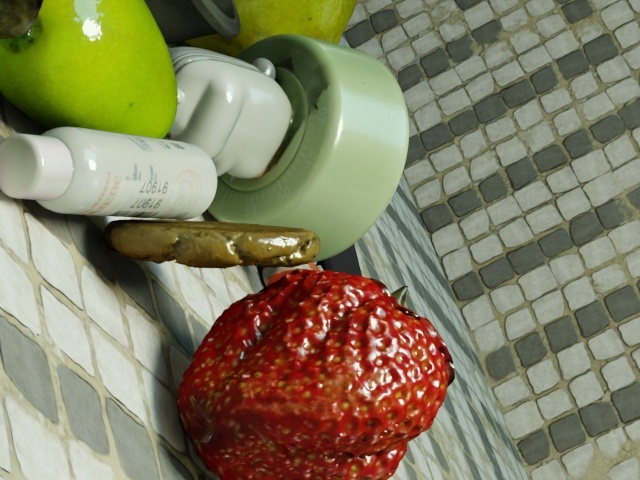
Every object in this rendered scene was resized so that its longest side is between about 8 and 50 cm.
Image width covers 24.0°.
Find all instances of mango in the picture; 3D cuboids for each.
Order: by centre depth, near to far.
[{"bbox_3d":[-0.231,-0.183,1.474,0.343,0.156,0.192,47,24,-69],"label":"mango"}]

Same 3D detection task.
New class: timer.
[{"bbox_3d":[-0.095,-0.143,1.856,0.315,0.291,0.291,19,41,-46],"label":"timer"}]

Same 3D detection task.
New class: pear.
[{"bbox_3d":[-0.104,-0.439,2.214,0.413,0.352,0.352,68,12,18],"label":"pear"}]

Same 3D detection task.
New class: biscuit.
[{"bbox_3d":[-0.107,0.003,1.502,0.226,0.226,0.042,-9,103,-79],"label":"biscuit"}]

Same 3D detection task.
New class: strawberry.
[{"bbox_3d":[-0.020,0.146,1.478,0.288,0.250,0.238,-15,50,-43],"label":"strawberry"}]

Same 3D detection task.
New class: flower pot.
[{"bbox_3d":[-0.228,-0.329,1.832,0.269,0.166,0.269,56,11,-17],"label":"flower pot"}]

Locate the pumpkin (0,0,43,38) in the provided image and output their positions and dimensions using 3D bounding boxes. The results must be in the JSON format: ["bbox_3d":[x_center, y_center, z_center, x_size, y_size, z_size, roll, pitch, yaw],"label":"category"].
[{"bbox_3d":[-0.362,-0.280,1.263,0.169,0.148,0.312,-5,55,-34],"label":"pumpkin"}]

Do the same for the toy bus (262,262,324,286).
[{"bbox_3d":[-0.017,0.083,2.058,0.174,0.079,0.077,58,21,-22],"label":"toy bus"}]

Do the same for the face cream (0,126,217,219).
[{"bbox_3d":[-0.200,-0.061,1.403,0.269,0.082,0.082,0,61,-61],"label":"face cream"}]

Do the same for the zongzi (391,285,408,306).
[{"bbox_3d":[0.044,0.128,1.965,0.084,0.184,0.187,29,1,22],"label":"zongzi"}]

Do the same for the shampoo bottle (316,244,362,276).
[{"bbox_3d":[0.001,0.000,2.117,0.098,0.071,0.309,17,-49,45],"label":"shampoo bottle"}]
